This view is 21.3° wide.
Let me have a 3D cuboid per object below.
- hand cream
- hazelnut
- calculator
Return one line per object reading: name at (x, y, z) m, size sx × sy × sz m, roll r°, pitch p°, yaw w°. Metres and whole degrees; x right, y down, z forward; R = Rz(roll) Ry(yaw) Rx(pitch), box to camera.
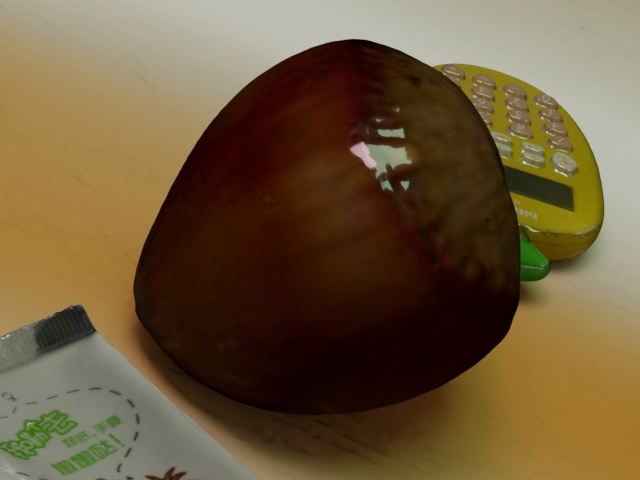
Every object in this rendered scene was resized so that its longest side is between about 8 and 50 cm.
hand cream at (-0.055, 0.140, 0.779) m, size 0.336 × 0.076 × 0.121 m, roll 36°, pitch 37°, yaw 29°
hazelnut at (0.000, 0.000, 0.885) m, size 0.208 × 0.208 × 0.208 m, roll 13°, pitch 38°, yaw -11°
calculator at (0.114, -0.047, 1.108) m, size 0.146 × 0.032 × 0.235 m, roll 17°, pitch 36°, yaw -5°
